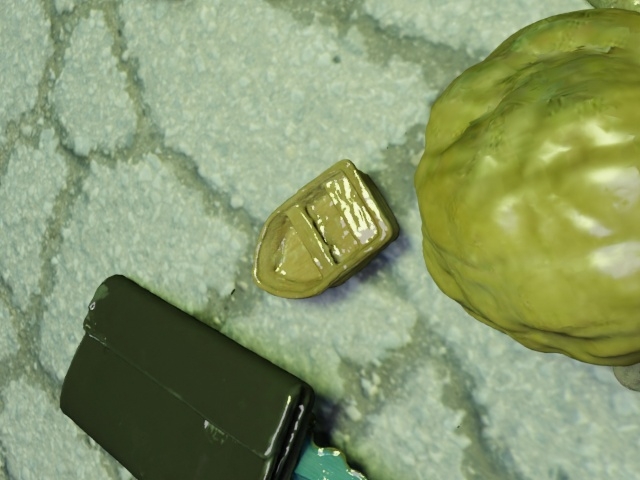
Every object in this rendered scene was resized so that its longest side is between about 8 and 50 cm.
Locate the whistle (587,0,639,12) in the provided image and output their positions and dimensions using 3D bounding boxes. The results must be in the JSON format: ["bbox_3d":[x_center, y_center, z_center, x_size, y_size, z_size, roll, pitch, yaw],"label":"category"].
[{"bbox_3d":[0.299,-0.222,0.576,0.068,0.057,0.326,-44,69,19],"label":"whistle"}]

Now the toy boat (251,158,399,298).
[{"bbox_3d":[0.000,0.000,0.745,0.188,0.061,0.116,-37,74,25],"label":"toy boat"}]

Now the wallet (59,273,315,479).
[{"bbox_3d":[-0.196,0.210,0.813,0.406,0.062,0.228,20,94,37],"label":"wallet"}]

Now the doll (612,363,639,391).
[{"bbox_3d":[0.347,0.116,0.527,0.192,0.095,0.149,36,105,28],"label":"doll"}]

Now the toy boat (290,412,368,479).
[{"bbox_3d":[0.032,0.271,0.726,0.185,0.077,0.075,23,143,28],"label":"toy boat"}]

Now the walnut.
[{"bbox_3d":[0.215,-0.040,0.484,0.277,0.282,0.253,1,88,63],"label":"walnut"}]
